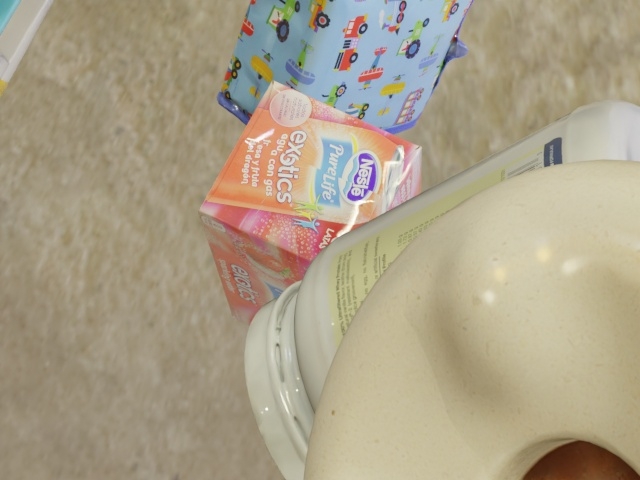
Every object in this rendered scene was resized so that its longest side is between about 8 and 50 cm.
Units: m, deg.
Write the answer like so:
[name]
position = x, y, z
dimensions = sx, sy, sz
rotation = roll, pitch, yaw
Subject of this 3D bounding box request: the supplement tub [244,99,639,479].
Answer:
[supplement tub]
position = 0.130, 0.066, 1.188
dimensions = 0.325, 0.235, 0.235
rotation = -28, 112, 28

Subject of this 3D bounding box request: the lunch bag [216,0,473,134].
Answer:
[lunch bag]
position = 0.061, -0.222, 1.860
dimensions = 0.293, 0.138, 0.221
rotation = -5, 128, -39

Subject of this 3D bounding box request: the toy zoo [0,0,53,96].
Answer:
[toy zoo]
position = -0.228, -0.116, 1.042
dimensions = 0.030, 0.293, 0.192
rotation = 30, 89, -2

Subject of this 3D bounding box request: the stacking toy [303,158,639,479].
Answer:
[stacking toy]
position = 0.260, 0.145, 0.826
dimensions = 0.480, 0.350, 0.351
rotation = 2, 126, -41

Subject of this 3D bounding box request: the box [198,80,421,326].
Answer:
[box]
position = 0.000, 0.000, 1.525
dimensions = 0.154, 0.142, 0.300
rotation = 25, 162, 11
